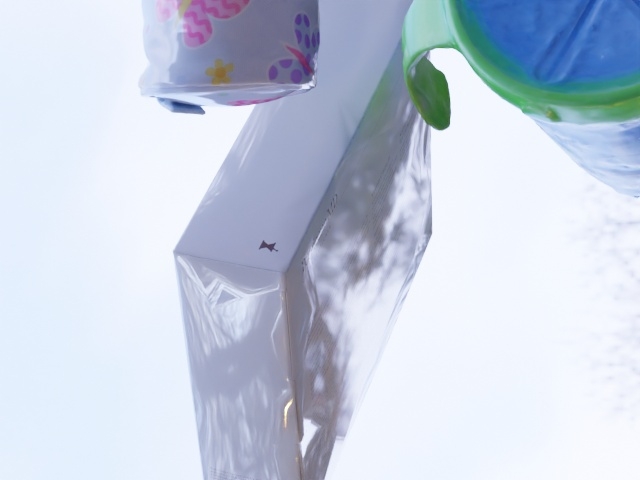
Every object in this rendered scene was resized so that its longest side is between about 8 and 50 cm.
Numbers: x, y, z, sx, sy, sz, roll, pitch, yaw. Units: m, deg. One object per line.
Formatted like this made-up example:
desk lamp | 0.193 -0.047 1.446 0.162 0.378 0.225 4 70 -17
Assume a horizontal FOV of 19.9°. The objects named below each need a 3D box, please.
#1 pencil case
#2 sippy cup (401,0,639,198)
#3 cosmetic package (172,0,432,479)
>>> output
pencil case | -0.065 -0.218 1.150 0.113 0.124 0.273 -5 -87 -60
sippy cup | 0.233 -0.148 1.342 0.240 0.305 0.224 -58 -32 -11
cosmetic package | 0.000 0.000 1.481 0.377 0.097 0.284 -64 -19 -45
